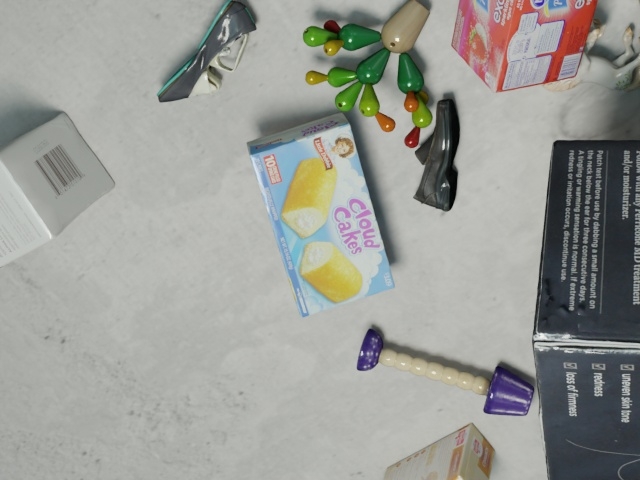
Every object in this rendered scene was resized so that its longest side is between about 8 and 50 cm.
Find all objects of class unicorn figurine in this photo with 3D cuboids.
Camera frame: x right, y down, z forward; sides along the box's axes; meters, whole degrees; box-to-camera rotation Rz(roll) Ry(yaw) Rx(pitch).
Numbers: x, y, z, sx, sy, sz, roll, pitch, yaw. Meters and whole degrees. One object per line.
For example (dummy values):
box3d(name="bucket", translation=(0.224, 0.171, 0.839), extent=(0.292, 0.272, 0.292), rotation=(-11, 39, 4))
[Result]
box3d(name="unicorn figurine", translation=(0.360, -0.235, 1.382), extent=(0.161, 0.060, 0.111), rotation=(21, 125, 3))

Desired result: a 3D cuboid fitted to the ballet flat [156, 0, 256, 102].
box3d(name="ballet flat", translation=(-0.162, -0.259, 1.530), extent=(0.074, 0.074, 0.203), rotation=(41, 117, -5))

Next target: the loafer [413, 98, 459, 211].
box3d(name="loafer", translation=(0.164, -0.123, 1.499), extent=(0.061, 0.062, 0.170), rotation=(10, 116, 18))

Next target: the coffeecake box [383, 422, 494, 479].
box3d(name="coffeecake box", translation=(0.183, 0.398, 1.694), extent=(0.185, 0.142, 0.068), rotation=(-35, 102, 28))

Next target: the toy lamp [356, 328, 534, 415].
box3d(name="toy lamp", translation=(0.197, 0.212, 1.641), extent=(0.274, 0.080, 0.080), rotation=(17, 119, 12))

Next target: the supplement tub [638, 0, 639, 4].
box3d(name="supplement tub", translation=(0.499, -0.275, 1.225), extent=(0.228, 0.228, 0.316), rotation=(-13, 110, 22))

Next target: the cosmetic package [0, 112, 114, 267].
box3d(name="cosmetic package", translation=(-0.554, -0.034, 1.676), extent=(0.385, 0.217, 0.156), rotation=(-25, 105, 27))

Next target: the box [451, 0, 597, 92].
box3d(name="box", translation=(0.259, -0.325, 1.277), extent=(0.128, 0.123, 0.257), rotation=(-14, 136, -20))

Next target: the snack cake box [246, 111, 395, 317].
box3d(name="snack cake box", translation=(0.002, -0.038, 1.542), extent=(0.152, 0.089, 0.264), rotation=(-18, 110, -2))

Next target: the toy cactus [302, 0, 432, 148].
box3d(name="toy cactus", translation=(0.088, -0.250, 1.451), extent=(0.219, 0.112, 0.180), rotation=(39, 100, 5))

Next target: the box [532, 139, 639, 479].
box3d(name="box", translation=(0.518, 0.131, 1.273), extent=(0.471, 0.297, 0.480), rotation=(3, 146, 17))
